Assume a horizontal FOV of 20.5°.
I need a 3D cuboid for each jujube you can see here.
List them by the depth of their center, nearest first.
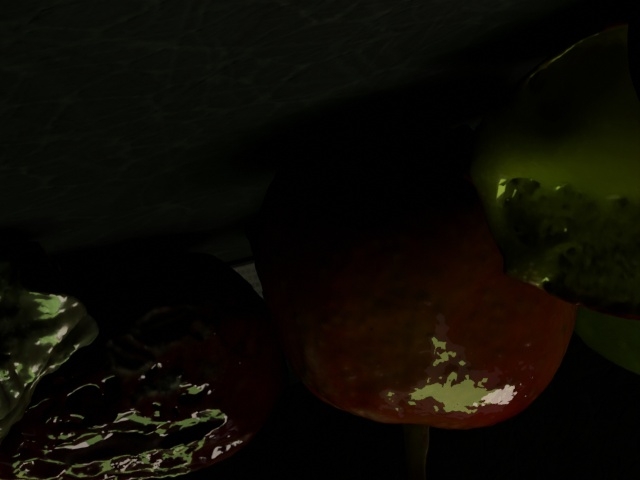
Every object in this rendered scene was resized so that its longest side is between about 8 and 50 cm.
[{"bbox_3d":[-0.216,0.133,1.829,0.376,0.258,0.258,-4,167,-31],"label":"jujube"}]

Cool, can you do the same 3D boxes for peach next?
[{"bbox_3d":[0.282,-0.064,1.351,0.338,0.281,0.281,-10,172,-3],"label":"peach"}]

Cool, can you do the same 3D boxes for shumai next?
[{"bbox_3d":[-0.293,0.102,1.608,0.185,0.184,0.218,-13,158,-9],"label":"shumai"}]

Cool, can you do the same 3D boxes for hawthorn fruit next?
[{"bbox_3d":[0.086,0.061,1.546,0.287,0.330,0.287,0,-177,0],"label":"hawthorn fruit"}]

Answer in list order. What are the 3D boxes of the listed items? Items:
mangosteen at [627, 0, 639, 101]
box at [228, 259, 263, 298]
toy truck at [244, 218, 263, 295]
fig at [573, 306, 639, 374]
[{"bbox_3d":[0.304,-0.138,1.086,0.243,0.243,0.243,-15,172,-2],"label":"mangosteen"},{"bbox_3d":[-0.221,0.101,2.168,0.343,0.065,0.200,-14,172,-12],"label":"box"},{"bbox_3d":[0.000,0.000,1.839,0.121,0.088,0.259,-14,171,-18],"label":"toy truck"},{"bbox_3d":[0.338,-0.026,1.643,0.316,0.316,0.316,-15,172,-2],"label":"fig"}]
